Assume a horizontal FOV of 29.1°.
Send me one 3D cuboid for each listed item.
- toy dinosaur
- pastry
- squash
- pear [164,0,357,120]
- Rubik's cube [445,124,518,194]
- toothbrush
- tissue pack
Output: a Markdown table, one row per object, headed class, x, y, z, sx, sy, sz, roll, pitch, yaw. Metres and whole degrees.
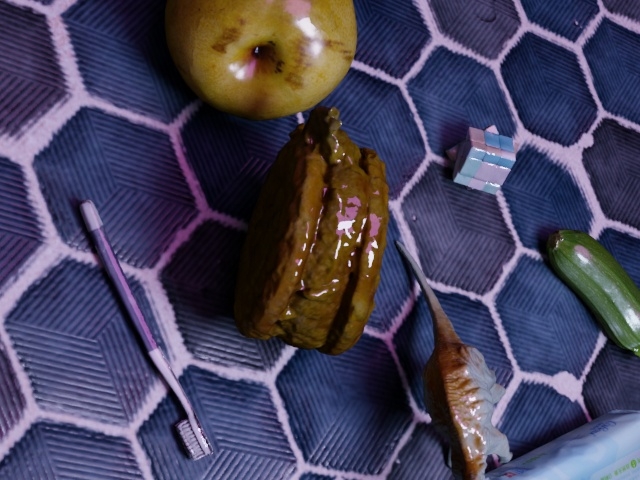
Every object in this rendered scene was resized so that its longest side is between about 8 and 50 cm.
| class | x | y | z | sx | sy | sz | roll | pitch | yaw |
| --- | --- | --- | --- | --- | --- | --- | --- | --- | --- |
| toy dinosaur | 0.153 | 0.161 | 1.375 | 0.205 | 0.092 | 0.392 | 53 | 26 | -59 |
| pastry | 0.000 | 0.000 | 1.274 | 0.132 | 0.240 | 0.235 | 18 | 79 | -14 |
| squash | 0.376 | 0.067 | 1.623 | 0.219 | 0.068 | 0.077 | 50 | 38 | -12 |
| pear | -0.064 | -0.236 | 1.324 | 0.209 | 0.209 | 0.208 | 12 | 69 | -33 |
| Rubik's cube | 0.201 | -0.105 | 1.553 | 0.075 | 0.084 | 0.073 | 28 | 40 | -23 |
| toothbrush | -0.180 | 0.091 | 1.247 | 0.026 | 0.024 | 0.288 | -26 | 92 | -24 |
| tissue pack | 0.307 | 0.325 | 1.463 | 0.263 | 0.089 | 0.177 | -17 | 93 | -32 |
